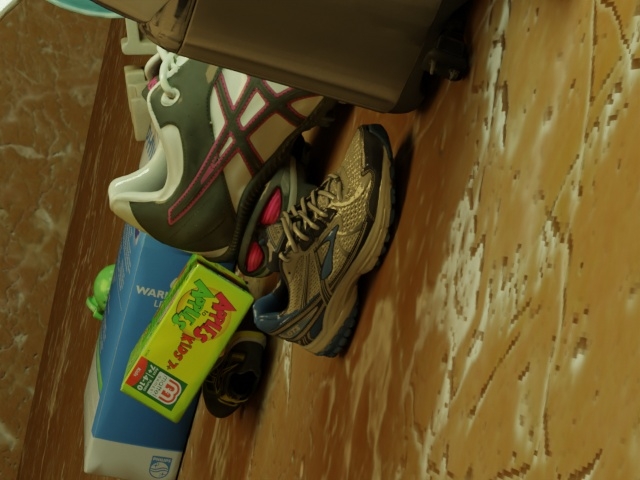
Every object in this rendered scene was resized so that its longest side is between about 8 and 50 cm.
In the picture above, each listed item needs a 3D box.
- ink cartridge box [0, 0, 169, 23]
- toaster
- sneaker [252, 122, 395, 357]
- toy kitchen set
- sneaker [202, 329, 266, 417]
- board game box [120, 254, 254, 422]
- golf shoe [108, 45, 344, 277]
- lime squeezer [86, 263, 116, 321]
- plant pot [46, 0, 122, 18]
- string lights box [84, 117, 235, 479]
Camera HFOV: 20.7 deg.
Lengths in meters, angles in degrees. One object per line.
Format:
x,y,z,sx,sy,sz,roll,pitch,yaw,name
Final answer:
-0.074,-0.211,0.786,0.371,0.176,0.069,-46,-40,-17,ink cartridge box
-0.007,-0.158,0.874,0.129,0.146,0.227,112,164,-44,toaster
0.000,0.000,0.901,0.052,0.058,0.135,-101,26,-61,sneaker
-0.129,-0.215,1.645,0.166,0.122,0.207,-115,19,-70,toy kitchen set
-0.058,0.093,1.140,0.083,0.031,0.035,114,162,-45,sneaker
-0.089,0.060,1.167,0.092,0.043,0.181,-58,5,0,board game box
-0.043,-0.103,1.056,0.105,0.120,0.272,-98,24,-61,golf shoe
-0.207,0.041,1.813,0.310,0.059,0.110,123,156,-61,lime squeezer
-0.105,-0.316,1.285,0.195,0.290,0.290,-23,-46,-59,plant pot
-0.125,0.046,1.381,0.133,0.077,0.259,-106,30,-65,string lights box
